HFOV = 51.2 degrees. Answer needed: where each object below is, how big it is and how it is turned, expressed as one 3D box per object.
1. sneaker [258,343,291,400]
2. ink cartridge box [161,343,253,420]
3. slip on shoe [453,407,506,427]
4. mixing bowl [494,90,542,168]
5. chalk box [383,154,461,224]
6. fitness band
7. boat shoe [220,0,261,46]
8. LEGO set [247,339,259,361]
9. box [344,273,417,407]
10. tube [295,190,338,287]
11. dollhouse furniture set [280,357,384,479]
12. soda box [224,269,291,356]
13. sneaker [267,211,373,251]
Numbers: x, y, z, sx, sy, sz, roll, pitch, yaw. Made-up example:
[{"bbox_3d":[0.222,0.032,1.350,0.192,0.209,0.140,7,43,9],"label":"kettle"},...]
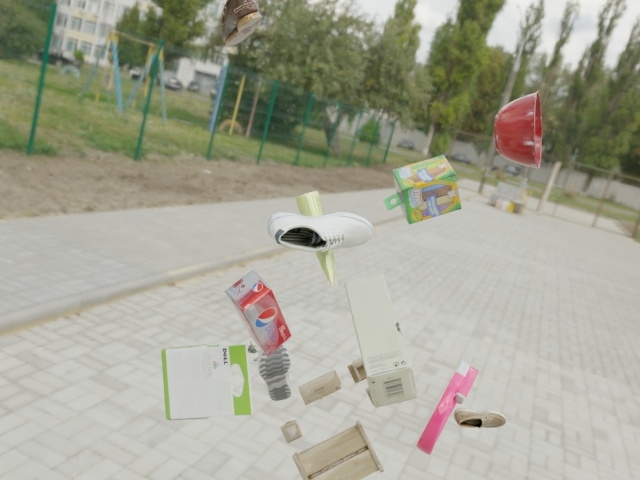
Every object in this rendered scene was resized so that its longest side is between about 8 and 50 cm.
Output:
[{"bbox_3d":[-0.155,0.399,2.166,0.105,0.281,0.115,-9,43,-10],"label":"sneaker"},{"bbox_3d":[-0.282,0.369,1.766,0.255,0.189,0.097,-7,-5,19],"label":"ink cartridge box"},{"bbox_3d":[0.398,0.447,1.657,0.135,0.051,0.041,13,27,-10],"label":"slip on shoe"},{"bbox_3d":[0.470,-0.260,1.594,0.098,0.182,0.181,1,4,24],"label":"mixing bowl"},{"bbox_3d":[0.294,-0.147,2.000,0.213,0.132,0.132,-16,34,1],"label":"chalk box"},{"bbox_3d":[0.329,0.430,1.726,0.054,0.209,0.291,29,28,16],"label":"fitness band"},{"bbox_3d":[-0.171,-0.462,1.387,0.073,0.073,0.207,-31,8,-17],"label":"boat shoe"},{"bbox_3d":[-0.220,0.366,2.180,0.054,0.083,0.023,-16,18,45],"label":"LEGO set"},{"bbox_3d":[0.124,0.204,1.408,0.094,0.113,0.275,-14,41,2],"label":"box"},{"bbox_3d":[0.000,0.000,1.650,0.070,0.240,0.062,-16,-4,-39],"label":"tube"},{"bbox_3d":[0.079,0.525,1.777,0.303,0.356,0.174,-25,-7,-3],"label":"dollhouse furniture set"},{"bbox_3d":[-0.152,0.189,1.690,0.083,0.092,0.263,42,-17,31],"label":"soda box"},{"bbox_3d":[0.007,-0.008,1.540,0.258,0.094,0.091,0,32,-17],"label":"sneaker"}]
